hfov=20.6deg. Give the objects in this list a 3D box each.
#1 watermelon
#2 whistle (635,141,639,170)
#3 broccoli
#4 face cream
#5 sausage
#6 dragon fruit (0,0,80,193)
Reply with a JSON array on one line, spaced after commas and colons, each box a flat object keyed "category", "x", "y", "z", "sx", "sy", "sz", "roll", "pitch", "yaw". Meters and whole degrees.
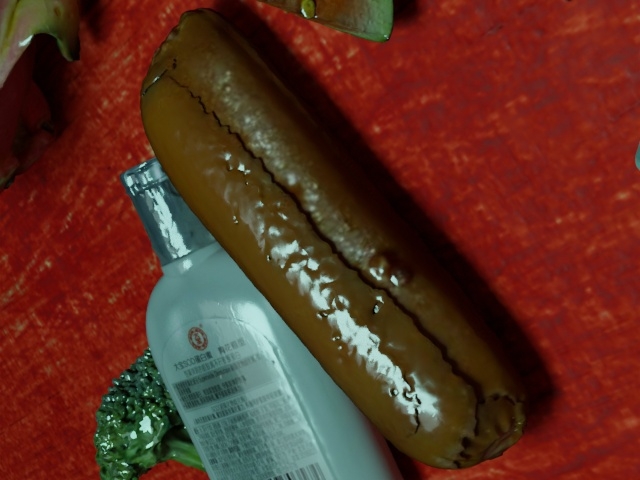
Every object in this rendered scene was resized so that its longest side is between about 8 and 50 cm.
[{"category": "watermelon", "x": -0.016, "y": -0.152, "z": 0.961, "sx": 0.135, "sy": 0.094, "sz": 0.125, "roll": 42, "pitch": 134, "yaw": 17}, {"category": "whistle", "x": 0.214, "y": 0.001, "z": 0.697, "sx": 0.289, "sy": 0.163, "sz": 0.163, "roll": -115, "pitch": 14, "yaw": -62}, {"category": "broccoli", "x": -0.073, "y": 0.161, "z": 1.271, "sx": 0.204, "sy": 0.122, "sz": 0.118, "roll": 33, "pitch": 154, "yaw": 12}, {"category": "face cream", "x": -0.050, "y": 0.077, "z": 1.174, "sx": 0.144, "sy": 0.071, "sz": 0.291, "roll": -25, "pitch": 93, "yaw": 37}, {"category": "sausage", "x": 0.000, "y": 0.000, "z": 1.051, "sx": 0.330, "sy": 0.102, "sz": 0.102, "roll": 50, "pitch": 144, "yaw": 14}, {"category": "dragon fruit", "x": -0.294, "y": -0.107, "z": 1.201, "sx": 0.226, "sy": 0.305, "sz": 0.305, "roll": 37, "pitch": 146, "yaw": -10}]
